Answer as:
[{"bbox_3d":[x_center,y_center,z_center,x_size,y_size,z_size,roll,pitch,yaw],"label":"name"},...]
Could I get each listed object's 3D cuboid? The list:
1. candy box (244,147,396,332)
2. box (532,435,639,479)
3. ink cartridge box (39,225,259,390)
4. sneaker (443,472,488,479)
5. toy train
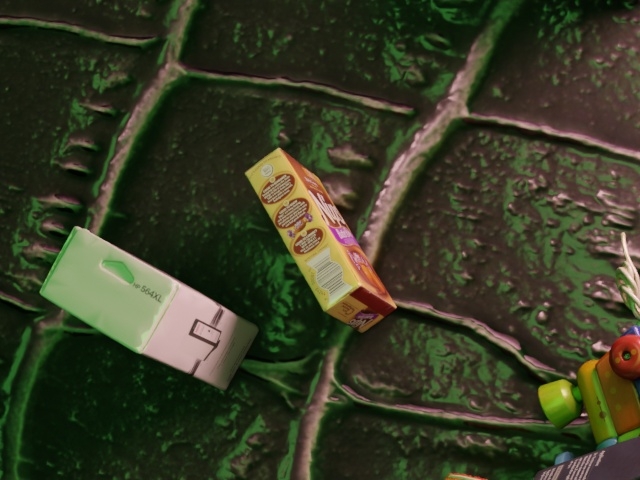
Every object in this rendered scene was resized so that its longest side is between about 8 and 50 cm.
[{"bbox_3d":[0.000,0.000,1.712,0.053,0.109,0.187,-37,65,10],"label":"candy box"},{"bbox_3d":[0.285,0.269,1.453,0.158,0.093,0.156,-25,101,31],"label":"box"},{"bbox_3d":[-0.179,0.075,1.713,0.148,0.203,0.086,27,86,27],"label":"ink cartridge box"},{"bbox_3d":[0.188,0.281,1.573,0.175,0.064,0.067,28,83,27],"label":"sneaker"},{"bbox_3d":[0.273,0.133,1.570,0.143,0.105,0.248,-27,65,28],"label":"toy train"}]
